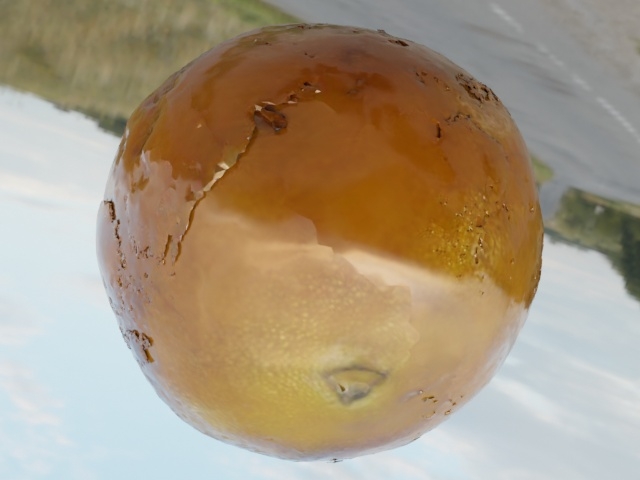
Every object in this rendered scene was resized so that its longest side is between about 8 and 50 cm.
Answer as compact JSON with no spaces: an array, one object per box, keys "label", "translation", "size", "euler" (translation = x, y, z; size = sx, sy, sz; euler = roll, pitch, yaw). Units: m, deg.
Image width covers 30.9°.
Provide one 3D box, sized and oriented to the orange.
[{"label":"orange","translation":[0.000,0.000,0.622],"size":[0.240,0.240,0.240],"euler":[19,-176,-2]}]
